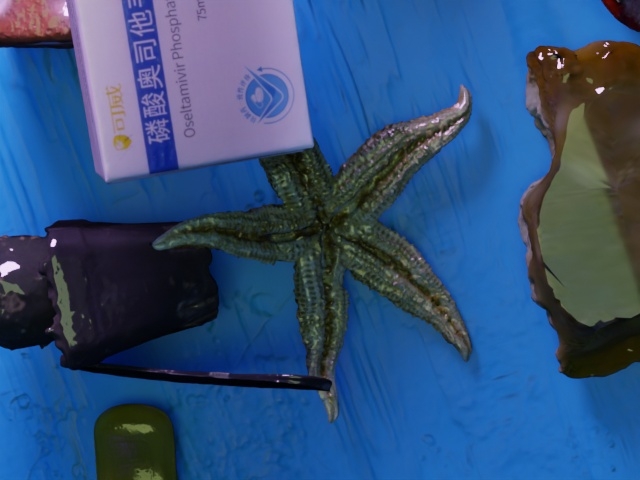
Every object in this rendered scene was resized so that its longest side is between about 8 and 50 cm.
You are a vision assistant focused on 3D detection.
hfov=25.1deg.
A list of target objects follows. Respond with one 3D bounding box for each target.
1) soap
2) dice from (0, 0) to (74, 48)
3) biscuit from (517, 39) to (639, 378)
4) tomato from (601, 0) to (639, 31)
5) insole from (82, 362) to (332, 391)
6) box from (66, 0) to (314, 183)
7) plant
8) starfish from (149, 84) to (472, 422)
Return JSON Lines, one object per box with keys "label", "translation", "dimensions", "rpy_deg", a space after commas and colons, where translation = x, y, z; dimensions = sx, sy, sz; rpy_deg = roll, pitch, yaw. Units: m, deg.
{"label": "soap", "translation": [-0.195, 0.241, 1.522], "dimensions": [0.089, 0.045, 0.140], "rpy_deg": [-1, 98, 10]}
{"label": "dice", "translation": [-0.262, -0.277, 1.400], "dimensions": [0.174, 0.175, 0.179], "rpy_deg": [-1, 98, 8]}
{"label": "biscuit", "translation": [0.299, -0.044, 1.409], "dimensions": [0.329, 0.078, 0.335], "rpy_deg": [-42, 93, 6]}
{"label": "tomato", "translation": [0.325, -0.302, 1.366], "dimensions": [0.173, 0.099, 0.189], "rpy_deg": [-30, 132, -4]}
{"label": "insole", "translation": [-0.128, 0.135, 1.440], "dimensions": [0.309, 0.110, 0.012], "rpy_deg": [0, 76, 34]}
{"label": "box", "translation": [-0.130, -0.236, 1.293], "dimensions": [0.200, 0.065, 0.343], "rpy_deg": [-10, 103, -12]}
{"label": "plant", "translation": [-0.231, 0.050, 1.449], "dimensions": [0.256, 0.164, 0.141], "rpy_deg": [-5, 97, -3]}
{"label": "starfish", "translation": [-0.001, 0.001, 1.437], "dimensions": [0.347, 0.078, 0.357], "rpy_deg": [7, 100, -19]}
